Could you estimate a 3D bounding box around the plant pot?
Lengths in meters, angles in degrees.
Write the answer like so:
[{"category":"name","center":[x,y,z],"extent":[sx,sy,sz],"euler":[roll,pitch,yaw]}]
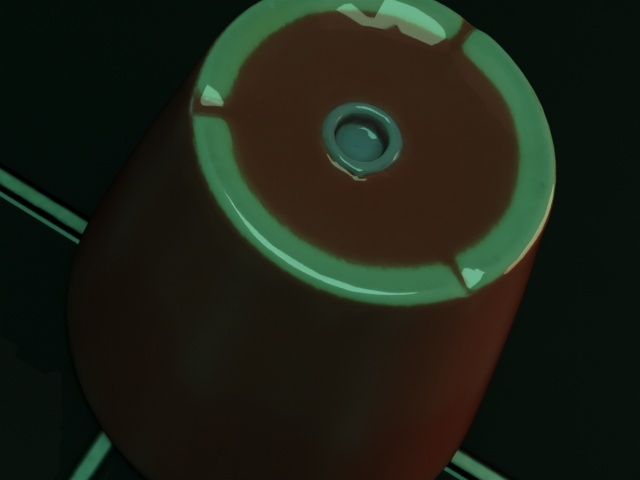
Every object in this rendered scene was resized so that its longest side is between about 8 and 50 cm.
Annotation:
[{"category":"plant pot","center":[0.000,0.000,0.950],"extent":[0.275,0.243,0.275],"euler":[6,61,-12]}]
